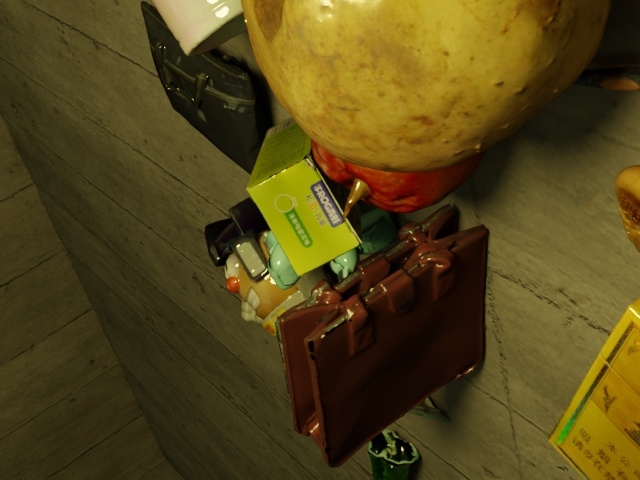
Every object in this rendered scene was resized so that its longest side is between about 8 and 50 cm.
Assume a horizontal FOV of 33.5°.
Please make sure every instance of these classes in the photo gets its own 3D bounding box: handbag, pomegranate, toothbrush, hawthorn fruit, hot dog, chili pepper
[{"bbox_3d":[0.075,0.115,1.232,0.084,0.260,0.275,45,154,33],"label":"handbag"},{"bbox_3d":[0.074,-0.189,0.796,0.281,0.281,0.281,45,155,27],"label":"pomegranate"},{"bbox_3d":[0.248,-0.129,0.835,0.023,0.031,0.321,36,172,-34],"label":"toothbrush"},{"bbox_3d":[0.066,-0.106,1.016,0.179,0.200,0.179,35,171,6],"label":"hawthorn fruit"},{"bbox_3d":[-0.155,-0.209,1.495,0.254,0.089,0.211,38,158,36],"label":"handbag"},{"bbox_3d":[0.300,-0.007,0.867,0.140,0.060,0.089,51,162,32],"label":"hot dog"},{"bbox_3d":[0.127,0.401,1.795,0.088,0.059,0.226,29,151,26],"label":"chili pepper"}]

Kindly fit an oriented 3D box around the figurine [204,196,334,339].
[{"bbox_3d":[-0.053,0.073,1.587,0.309,0.143,0.308,19,118,40],"label":"figurine"}]

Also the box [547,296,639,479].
[{"bbox_3d":[0.339,0.179,0.997,0.193,0.084,0.301,47,156,23],"label":"box"}]

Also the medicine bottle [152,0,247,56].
[{"bbox_3d":[-0.155,-0.355,1.205,0.254,0.152,0.152,59,158,-5],"label":"medicine bottle"}]

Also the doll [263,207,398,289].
[{"bbox_3d":[0.000,0.000,1.366,0.159,0.158,0.059,26,153,41],"label":"doll"}]

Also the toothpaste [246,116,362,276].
[{"bbox_3d":[-0.013,-0.069,1.204,0.110,0.077,0.327,61,-171,-14],"label":"toothpaste"}]

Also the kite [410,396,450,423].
[{"bbox_3d":[0.081,0.168,1.625,0.335,0.011,0.314,44,155,27],"label":"kite"}]
